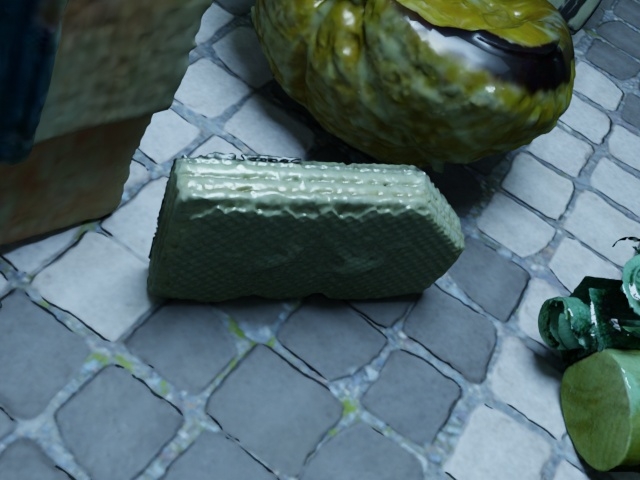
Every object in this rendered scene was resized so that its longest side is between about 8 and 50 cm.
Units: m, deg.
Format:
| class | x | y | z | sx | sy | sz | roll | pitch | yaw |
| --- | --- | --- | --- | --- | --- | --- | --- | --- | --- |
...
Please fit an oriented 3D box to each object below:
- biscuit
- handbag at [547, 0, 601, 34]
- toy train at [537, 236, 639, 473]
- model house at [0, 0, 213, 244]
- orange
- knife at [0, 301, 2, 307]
| class | x | y | z | sx | sy | sz | roll | pitch | yaw |
| --- | --- | --- | --- | --- | --- | --- | --- | --- | --- |
| biscuit | 0.000 | 0.000 | 0.608 | 0.252 | 0.150 | 0.052 | 1 | 58 | -23 |
| handbag | 0.275 | -0.467 | 1.110 | 0.325 | 0.162 | 0.327 | 32 | 42 | 3 |
| toy train | 0.335 | 0.109 | 0.670 | 0.307 | 0.126 | 0.189 | 6 | 50 | -19 |
| model house | -0.262 | -0.135 | 0.494 | 0.280 | 0.312 | 0.245 | -23 | 66 | -43 |
| orange | 0.068 | -0.202 | 0.764 | 0.368 | 0.210 | 0.271 | 43 | 42 | 17 |
| knife | -0.297 | -0.002 | 0.581 | 0.170 | 0.010 | 0.023 | 37 | 47 | 10 |
